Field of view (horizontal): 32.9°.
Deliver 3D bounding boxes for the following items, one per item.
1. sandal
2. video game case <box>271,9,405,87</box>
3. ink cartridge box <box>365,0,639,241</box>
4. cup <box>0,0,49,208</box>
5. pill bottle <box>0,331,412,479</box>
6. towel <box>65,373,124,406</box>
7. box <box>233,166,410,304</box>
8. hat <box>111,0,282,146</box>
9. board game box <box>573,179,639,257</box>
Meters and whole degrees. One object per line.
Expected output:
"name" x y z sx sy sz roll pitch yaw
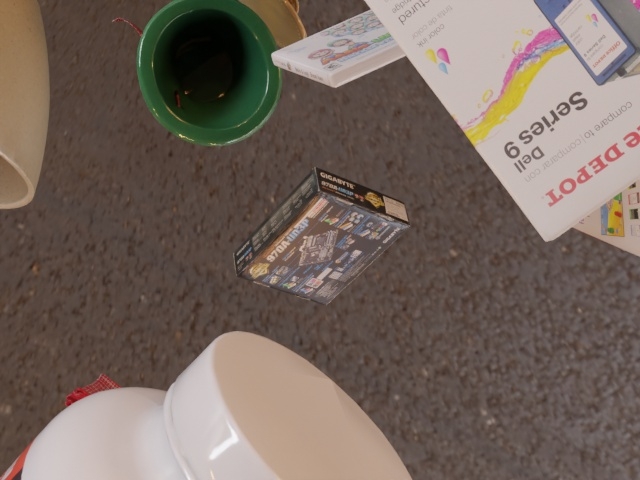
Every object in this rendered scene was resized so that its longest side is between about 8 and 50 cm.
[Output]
"sandal" -0.080 -0.356 1.474 0.240 0.079 0.088 41 149 17
"video game case" 0.045 -0.213 1.163 0.157 0.143 0.019 -27 119 -18
"ink cartridge box" 0.154 -0.128 0.724 0.154 0.093 0.212 -37 86 17
"cup" -0.464 -0.217 1.316 0.331 0.331 0.237 24 70 -14
"pill bottle" -0.106 0.196 0.505 0.181 0.181 0.323 38 105 -18
"towel" -0.255 0.250 1.568 0.199 0.275 0.031 24 86 -2
"box" 0.000 0.000 1.636 0.175 0.051 0.220 19 132 -32
"hat" -0.152 -0.212 1.365 0.173 0.183 0.208 -13 91 -13
"board game box" 0.468 -0.110 1.660 0.064 0.316 0.242 -21 124 -33
